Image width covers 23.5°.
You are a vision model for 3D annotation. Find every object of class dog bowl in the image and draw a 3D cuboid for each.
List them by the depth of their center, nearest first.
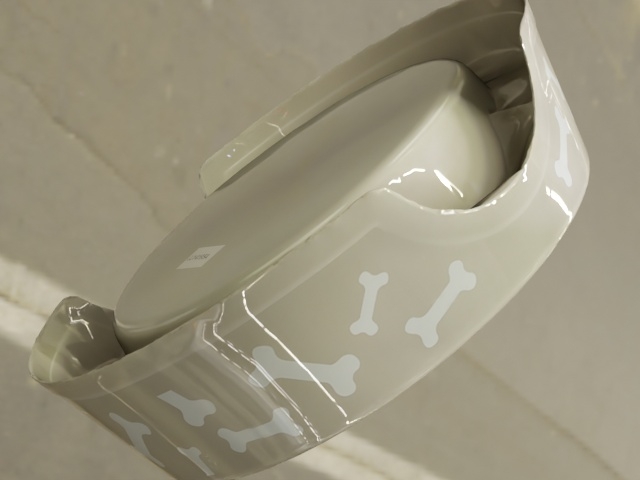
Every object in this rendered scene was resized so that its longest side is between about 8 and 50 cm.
[{"bbox_3d":[0.000,0.000,0.884,0.102,0.348,0.349,52,42,-14],"label":"dog bowl"}]
